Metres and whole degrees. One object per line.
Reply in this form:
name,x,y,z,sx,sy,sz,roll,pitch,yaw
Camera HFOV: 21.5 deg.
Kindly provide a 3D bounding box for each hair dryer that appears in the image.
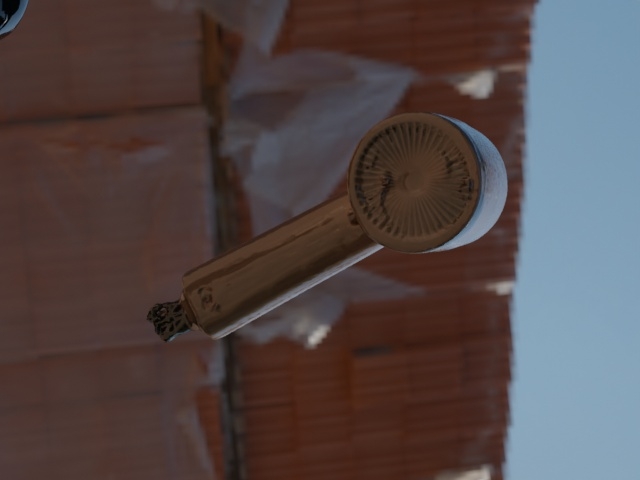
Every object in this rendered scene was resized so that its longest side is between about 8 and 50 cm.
hair dryer,0.000,0.000,0.795,0.064,0.181,0.117,64,10,4

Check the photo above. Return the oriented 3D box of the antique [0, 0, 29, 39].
antique,-0.280,-0.112,0.651,0.255,0.322,0.185,45,45,-37
